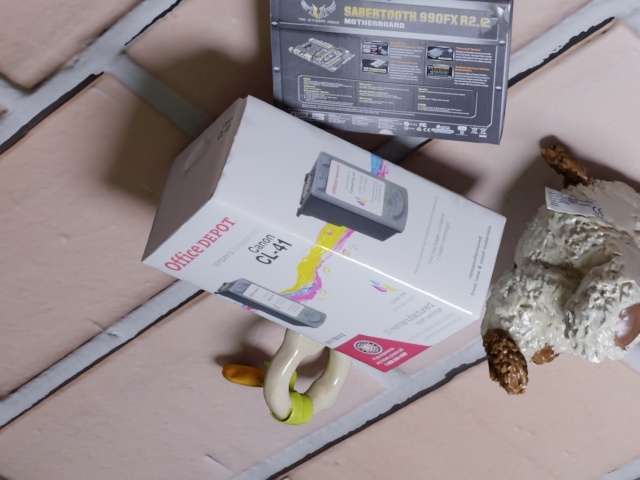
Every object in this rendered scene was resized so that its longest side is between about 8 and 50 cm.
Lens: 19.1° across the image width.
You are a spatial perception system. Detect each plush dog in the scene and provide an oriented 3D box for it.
[{"bbox_3d":[0.248,0.045,1.960,0.210,0.262,0.225,45,124,12],"label":"plush dog"}]

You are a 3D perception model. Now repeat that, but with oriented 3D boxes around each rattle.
[{"bbox_3d":[-0.032,0.100,2.179,0.130,0.143,0.199,-12,125,-23],"label":"rattle"}]

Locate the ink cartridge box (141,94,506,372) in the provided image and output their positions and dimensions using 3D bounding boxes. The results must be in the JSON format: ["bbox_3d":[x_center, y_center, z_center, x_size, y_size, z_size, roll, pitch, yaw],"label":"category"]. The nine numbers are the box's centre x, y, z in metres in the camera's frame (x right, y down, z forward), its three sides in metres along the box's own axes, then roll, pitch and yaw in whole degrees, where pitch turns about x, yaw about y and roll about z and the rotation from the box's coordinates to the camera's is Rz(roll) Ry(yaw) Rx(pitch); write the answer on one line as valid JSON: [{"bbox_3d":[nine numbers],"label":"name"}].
[{"bbox_3d":[0.000,0.000,1.957,0.306,0.131,0.226,23,154,-16],"label":"ink cartridge box"}]

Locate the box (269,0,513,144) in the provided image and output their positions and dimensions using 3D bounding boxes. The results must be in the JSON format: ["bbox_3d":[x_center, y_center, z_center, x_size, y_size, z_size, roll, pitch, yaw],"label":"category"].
[{"bbox_3d":[0.067,-0.184,1.842,0.231,0.056,0.183,5,136,6],"label":"box"}]
